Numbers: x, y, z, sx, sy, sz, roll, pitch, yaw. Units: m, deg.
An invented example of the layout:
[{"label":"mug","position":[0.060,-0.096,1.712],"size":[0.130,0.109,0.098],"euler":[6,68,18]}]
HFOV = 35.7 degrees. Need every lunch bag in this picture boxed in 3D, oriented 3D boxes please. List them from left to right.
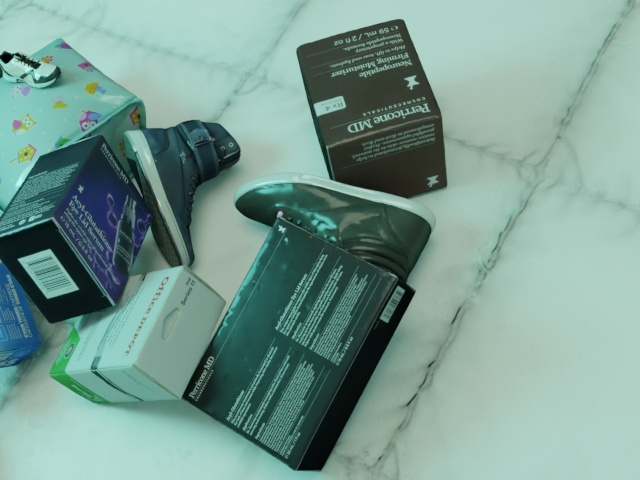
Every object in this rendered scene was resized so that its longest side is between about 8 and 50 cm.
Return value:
[{"label":"lunch bag","position":[-0.423,-0.152,1.523],"size":[0.223,0.160,0.262],"euler":[36,64,27]}]

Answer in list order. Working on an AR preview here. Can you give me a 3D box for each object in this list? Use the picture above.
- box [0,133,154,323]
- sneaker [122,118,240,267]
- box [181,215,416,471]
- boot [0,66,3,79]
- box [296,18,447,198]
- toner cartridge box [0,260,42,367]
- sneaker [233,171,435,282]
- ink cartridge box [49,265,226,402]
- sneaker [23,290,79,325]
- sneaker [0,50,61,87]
[{"label":"box","position":[-0.325,-0.018,1.321],"size":[0.108,0.153,0.207],"euler":[-16,34,20]},{"label":"sneaker","position":[-0.182,-0.076,1.473],"size":[0.163,0.086,0.226],"euler":[-14,76,-24]},{"label":"box","position":[-0.026,0.130,1.249],"size":[0.184,0.103,0.261],"euler":[28,87,22]},{"label":"boot","position":[-0.674,-0.198,1.608],"size":[0.348,0.131,0.260],"euler":[7,51,27]},{"label":"box","position":[0.075,-0.180,1.446],"size":[0.168,0.167,0.203],"euler":[-16,56,-1]},{"label":"toner cartridge box","position":[-0.520,0.011,1.359],"size":[0.075,0.165,0.348],"euler":[-34,74,33]},{"label":"sneaker","position":[0.000,0.000,1.378],"size":[0.295,0.105,0.147],"euler":[11,58,15]},{"label":"ink cartridge box","position":[-0.238,0.126,1.288],"size":[0.208,0.087,0.153],"euler":[-11,46,47]},{"label":"sneaker","position":[-0.394,0.037,1.447],"size":[0.235,0.090,0.095],"euler":[31,53,23]},{"label":"sneaker","position":[-0.436,-0.257,1.480],"size":[0.109,0.044,0.040],"euler":[9,50,22]}]
